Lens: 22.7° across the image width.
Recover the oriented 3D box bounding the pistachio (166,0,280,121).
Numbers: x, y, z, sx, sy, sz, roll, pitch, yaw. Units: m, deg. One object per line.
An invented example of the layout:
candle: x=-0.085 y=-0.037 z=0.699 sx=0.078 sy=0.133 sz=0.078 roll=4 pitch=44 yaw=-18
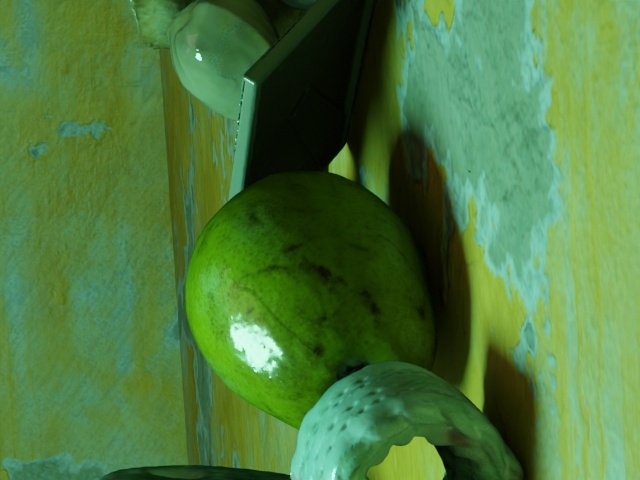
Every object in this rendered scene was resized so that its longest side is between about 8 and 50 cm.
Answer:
pistachio: x=-0.099 y=-0.208 z=1.840 sx=0.126 sy=0.152 sz=0.223 roll=-64 pitch=-20 yaw=-16

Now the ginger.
ginger: x=-0.128 y=-0.283 z=1.973 sx=0.190 sy=0.354 sz=0.126 roll=-22 pitch=78 yaw=33

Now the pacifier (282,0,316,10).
pacifier: x=-0.079 y=-0.396 z=1.811 sx=0.332 sy=0.220 sz=0.273 roll=-61 pitch=-30 yaw=-73

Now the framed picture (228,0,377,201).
framed picture: x=-0.022 y=-0.136 z=1.722 sx=0.247 sy=0.022 sz=0.335 roll=-50 pitch=-16 yaw=-32

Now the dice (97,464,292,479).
dice: x=-0.126 y=0.463 z=1.960 sx=0.328 sy=0.348 sz=0.330 roll=-28 pitch=-56 yaw=-86

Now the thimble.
thimble: x=0.068 y=0.222 z=1.393 sx=0.211 sy=0.185 sz=0.149 roll=-58 pitch=18 yaw=2

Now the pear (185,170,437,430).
pear: x=-0.008 y=0.065 z=1.594 sx=0.307 sy=0.253 sz=0.253 roll=-118 pitch=25 yaw=-56
